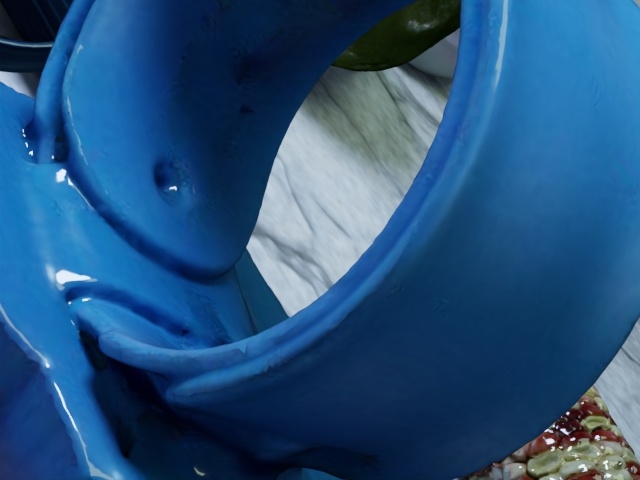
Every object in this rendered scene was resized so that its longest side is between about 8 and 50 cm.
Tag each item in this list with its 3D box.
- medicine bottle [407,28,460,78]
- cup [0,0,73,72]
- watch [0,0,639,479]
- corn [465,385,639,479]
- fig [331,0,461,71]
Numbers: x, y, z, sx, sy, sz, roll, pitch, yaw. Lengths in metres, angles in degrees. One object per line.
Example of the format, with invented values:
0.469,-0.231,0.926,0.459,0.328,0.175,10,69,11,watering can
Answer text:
0.147,-0.295,1.401,0.241,0.302,0.241,43,23,-24,medicine bottle
-0.121,-0.131,0.902,0.138,0.150,0.113,59,-12,11,cup
0.000,0.000,0.688,0.241,0.274,0.305,29,27,-48,watch
0.136,0.150,0.988,0.098,0.098,0.290,23,33,-52,corn
0.041,-0.193,1.199,0.195,0.195,0.245,66,6,30,fig
